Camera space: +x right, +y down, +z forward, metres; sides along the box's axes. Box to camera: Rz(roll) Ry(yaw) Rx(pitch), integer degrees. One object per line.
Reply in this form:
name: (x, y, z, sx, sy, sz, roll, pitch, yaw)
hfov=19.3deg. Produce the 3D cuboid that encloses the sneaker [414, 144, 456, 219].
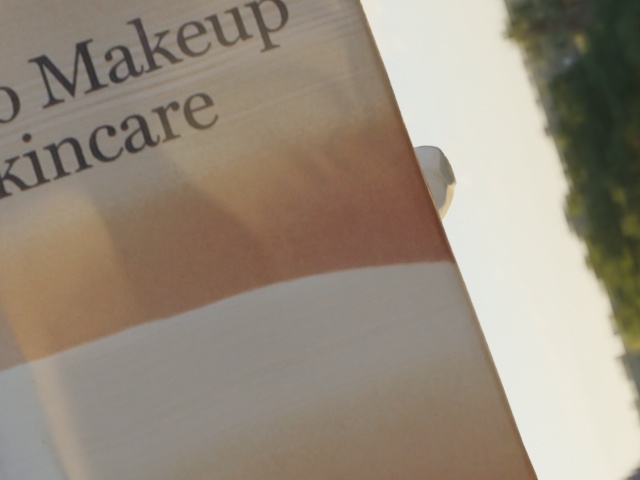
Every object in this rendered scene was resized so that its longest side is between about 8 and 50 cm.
sneaker: (0.000, 0.000, 1.114, 0.115, 0.232, 0.090, -46, -68, -35)

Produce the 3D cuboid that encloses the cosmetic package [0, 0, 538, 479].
cosmetic package: (-0.048, -0.022, 0.595, 0.129, 0.153, 0.296, 79, 171, -79)
